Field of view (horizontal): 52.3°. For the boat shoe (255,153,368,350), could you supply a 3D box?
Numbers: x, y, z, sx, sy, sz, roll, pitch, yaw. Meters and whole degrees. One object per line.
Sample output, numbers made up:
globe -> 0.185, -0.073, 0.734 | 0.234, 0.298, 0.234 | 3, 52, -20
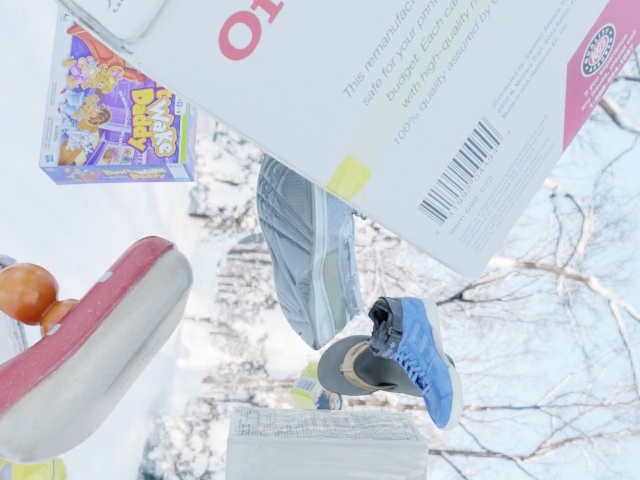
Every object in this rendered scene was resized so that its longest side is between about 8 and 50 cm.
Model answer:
boat shoe -> 0.002, 0.002, 0.768 | 0.118, 0.103, 0.321 | 41, -30, 38

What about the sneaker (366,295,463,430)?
sneaker -> 0.091, 0.124, 0.680 | 0.058, 0.084, 0.152 | 123, -33, -48

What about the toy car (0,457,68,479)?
toy car -> -0.421, 0.256, 0.763 | 0.239, 0.053, 0.225 | -27, 95, -55

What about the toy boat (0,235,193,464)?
toy boat -> -0.231, 0.077, 0.586 | 0.231, 0.151, 0.151 | -55, 177, -37

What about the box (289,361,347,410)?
box -> 0.011, 0.355, 1.300 | 0.087, 0.058, 0.232 | -52, 138, -38

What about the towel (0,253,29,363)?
towel -> -0.610, 0.061, 1.012 | 0.332, 0.316, 0.053 | 117, -4, -52

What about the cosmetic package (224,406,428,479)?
cosmetic package -> 0.004, 0.349, 1.052 | 0.160, 0.309, 0.113 | -127, -141, -84

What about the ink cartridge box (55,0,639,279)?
ink cartridge box -> 0.055, -0.171, 0.478 | 0.160, 0.384, 0.279 | 39, -83, 42

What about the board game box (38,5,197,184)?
board game box -> -0.328, -0.270, 1.103 | 0.078, 0.233, 0.347 | 89, -1, -72

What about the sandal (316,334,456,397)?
sandal -> 0.077, 0.177, 0.895 | 0.219, 0.060, 0.090 | 0, -98, 40
